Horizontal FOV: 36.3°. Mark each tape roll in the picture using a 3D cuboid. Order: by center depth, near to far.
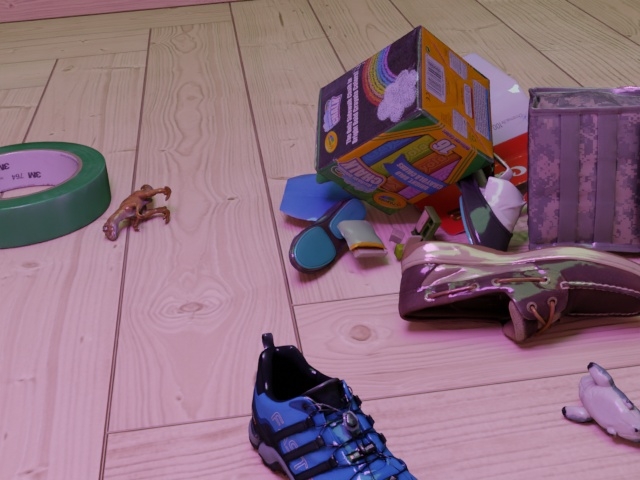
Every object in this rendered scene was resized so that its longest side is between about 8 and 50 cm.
[{"bbox_3d":[-0.547,-0.089,1.771,0.321,0.077,0.321,-4,27,2],"label":"tape roll"}]

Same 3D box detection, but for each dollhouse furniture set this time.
[{"bbox_3d":[0.110,-0.017,1.513,0.152,0.058,0.076,-1,46,-28],"label":"dollhouse furniture set"}]

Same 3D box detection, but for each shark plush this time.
[{"bbox_3d":[0.354,0.194,1.111,0.067,0.073,0.161,15,6,-38],"label":"shark plush"}]

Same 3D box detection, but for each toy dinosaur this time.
[{"bbox_3d":[-0.315,-0.072,1.719,0.112,0.064,0.211,3,27,16],"label":"toy dinosaur"}]

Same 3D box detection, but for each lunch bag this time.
[{"bbox_3d":[0.461,-0.108,1.490,0.287,0.235,0.169,1,21,10],"label":"lunch bag"}]

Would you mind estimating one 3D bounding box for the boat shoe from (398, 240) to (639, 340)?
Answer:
[{"bbox_3d":[0.272,0.082,1.303,0.342,0.123,0.123,6,58,9],"label":"boat shoe"}]

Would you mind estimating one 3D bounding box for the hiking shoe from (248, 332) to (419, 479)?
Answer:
[{"bbox_3d":[0.013,0.217,1.020,0.113,0.132,0.304,-22,32,-32],"label":"hiking shoe"}]

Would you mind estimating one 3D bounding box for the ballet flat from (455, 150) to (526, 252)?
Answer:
[{"bbox_3d":[0.261,-0.074,1.534,0.096,0.095,0.280,-35,37,21],"label":"ballet flat"}]

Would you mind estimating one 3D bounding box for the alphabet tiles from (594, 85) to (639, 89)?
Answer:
[{"bbox_3d":[0.570,-0.205,1.671,0.285,0.011,0.342,0,-11,27],"label":"alphabet tiles"}]

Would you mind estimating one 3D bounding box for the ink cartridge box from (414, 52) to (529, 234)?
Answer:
[{"bbox_3d":[0.253,-0.185,1.747,0.308,0.091,0.385,-23,39,-16],"label":"ink cartridge box"}]

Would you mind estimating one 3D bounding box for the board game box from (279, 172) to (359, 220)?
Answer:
[{"bbox_3d":[0.001,-0.063,1.695,0.133,0.033,0.168,4,32,4],"label":"board game box"}]

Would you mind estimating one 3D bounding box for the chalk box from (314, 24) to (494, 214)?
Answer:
[{"bbox_3d":[0.110,-0.172,1.570,0.289,0.179,0.180,-27,47,40],"label":"chalk box"}]

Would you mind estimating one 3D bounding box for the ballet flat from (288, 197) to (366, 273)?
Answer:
[{"bbox_3d":[0.000,0.000,1.537,0.074,0.074,0.203,13,35,30],"label":"ballet flat"}]
